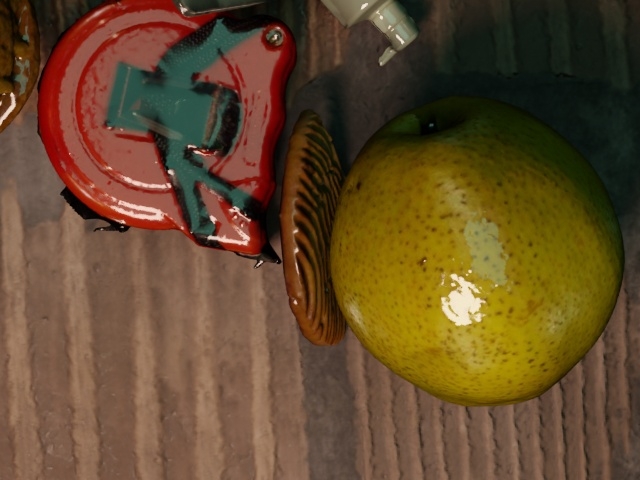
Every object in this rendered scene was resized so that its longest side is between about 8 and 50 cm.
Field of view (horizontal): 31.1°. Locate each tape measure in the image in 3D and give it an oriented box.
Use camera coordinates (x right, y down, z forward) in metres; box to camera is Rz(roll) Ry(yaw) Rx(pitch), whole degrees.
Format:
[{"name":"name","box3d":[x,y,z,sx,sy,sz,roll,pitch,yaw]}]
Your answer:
[{"name":"tape measure","box3d":[-0.146,-0.114,1.116,0.260,0.114,0.253,10,90,-5]}]

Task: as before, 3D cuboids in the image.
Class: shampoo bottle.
[{"name":"shampoo bottle","box3d":[0.004,-0.296,1.136,0.085,0.085,0.262,-42,95,-2]}]

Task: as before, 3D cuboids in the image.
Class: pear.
[{"name":"pear","box3d":[0.141,0.007,1.057,0.294,0.294,0.294,0,92,-4]}]

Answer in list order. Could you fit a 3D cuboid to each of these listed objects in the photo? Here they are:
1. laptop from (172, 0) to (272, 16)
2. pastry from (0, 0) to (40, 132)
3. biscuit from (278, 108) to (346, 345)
[{"name":"laptop","box3d":[-0.145,-0.330,1.076,0.015,0.187,0.269,-34,87,33]},{"name":"pastry","box3d":[-0.392,-0.194,1.065,0.235,0.132,0.240,-26,82,12]},{"name":"biscuit","box3d":[0.001,0.000,1.133,0.031,0.176,0.229,0,132,19]}]
